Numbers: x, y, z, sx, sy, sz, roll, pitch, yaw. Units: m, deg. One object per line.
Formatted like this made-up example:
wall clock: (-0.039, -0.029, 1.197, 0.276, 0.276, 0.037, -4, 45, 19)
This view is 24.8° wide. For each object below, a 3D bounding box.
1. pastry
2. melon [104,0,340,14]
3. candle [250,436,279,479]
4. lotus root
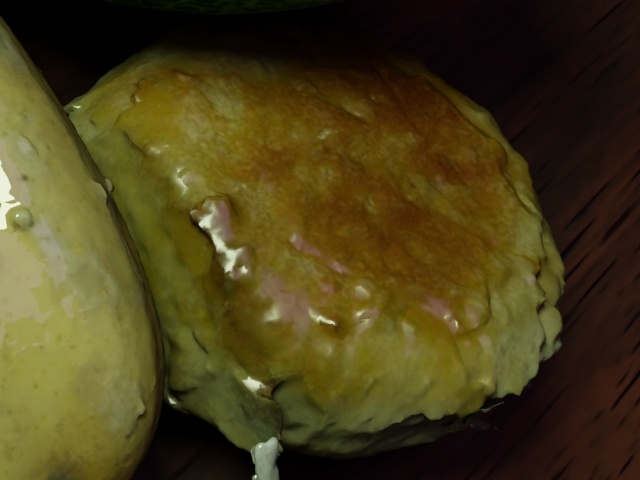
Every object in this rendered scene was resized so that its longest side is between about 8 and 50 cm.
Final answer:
pastry: (-0.001, -0.005, 0.726, 0.236, 0.121, 0.257, -21, 66, -43)
melon: (-0.075, -0.213, 0.696, 0.343, 0.226, 0.331, -32, 55, -31)
candle: (0.018, 0.245, 0.557, 0.187, 0.187, 0.330, -12, 70, -36)
lotus root: (-0.164, 0.014, 0.596, 0.169, 0.151, 0.342, -30, 87, -23)
